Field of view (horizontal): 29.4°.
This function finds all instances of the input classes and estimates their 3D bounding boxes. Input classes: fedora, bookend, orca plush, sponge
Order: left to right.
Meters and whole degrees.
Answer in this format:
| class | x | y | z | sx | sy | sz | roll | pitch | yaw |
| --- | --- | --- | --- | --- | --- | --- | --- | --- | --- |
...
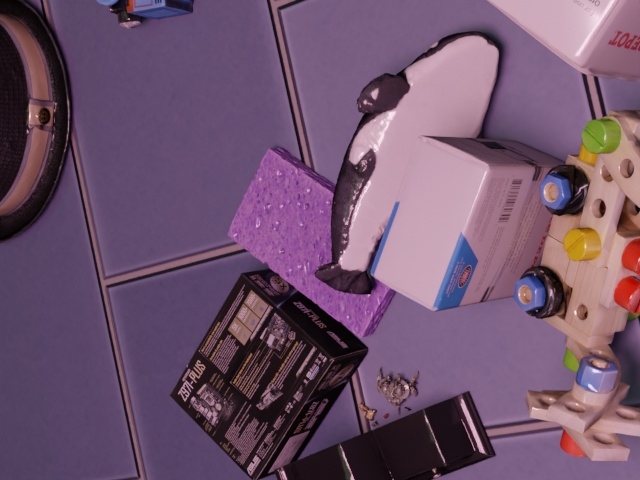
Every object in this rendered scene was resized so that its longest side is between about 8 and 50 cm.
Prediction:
| class | x | y | z | sx | sy | sz | roll | pitch | yaw |
| --- | --- | --- | --- | --- | --- | --- | --- | --- | --- |
| fedora | -0.469 | -0.157 | 1.539 | 0.334 | 0.152 | 0.334 | 3 | 95 | 33 |
| sponge | 0.000 | 0.000 | 1.323 | 0.210 | 0.031 | 0.117 | 36 | 111 | 25 |
| bookend | 0.066 | 0.222 | 1.224 | 0.157 | 0.156 | 0.072 | -28 | 78 | 30 |
| orca plush | 0.081 | -0.084 | 1.238 | 0.102 | 0.151 | 0.287 | -131 | 56 | -68 |

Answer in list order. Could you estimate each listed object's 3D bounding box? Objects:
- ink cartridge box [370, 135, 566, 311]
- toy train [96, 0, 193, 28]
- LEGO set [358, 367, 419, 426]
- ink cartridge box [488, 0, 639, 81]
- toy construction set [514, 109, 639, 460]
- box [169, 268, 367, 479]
| class | x | y | z | sx | sy | sz | roll | pitch | yaw |
| --- | --- | --- | --- | --- | --- | --- | --- | --- | --- |
| ink cartridge box | 0.146 | -0.019 | 1.133 | 0.082 | 0.190 | 0.140 | 28 | 108 | 29 |
| toy train | -0.206 | -0.339 | 1.405 | 0.105 | 0.080 | 0.184 | -4 | 89 | 24 |
| LEGO set | 0.071 | 0.167 | 1.294 | 0.054 | 0.023 | 0.083 | 38 | 112 | 24 |
| ink cartridge box | 0.290 | -0.294 | 1.001 | 0.129 | 0.223 | 0.307 | 42 | 114 | 24 |
| toy construction set | 0.271 | 0.024 | 1.054 | 0.215 | 0.151 | 0.328 | 35 | 107 | 49 |
| box | -0.059 | 0.146 | 1.344 | 0.147 | 0.077 | 0.180 | 40 | 113 | 23 |
